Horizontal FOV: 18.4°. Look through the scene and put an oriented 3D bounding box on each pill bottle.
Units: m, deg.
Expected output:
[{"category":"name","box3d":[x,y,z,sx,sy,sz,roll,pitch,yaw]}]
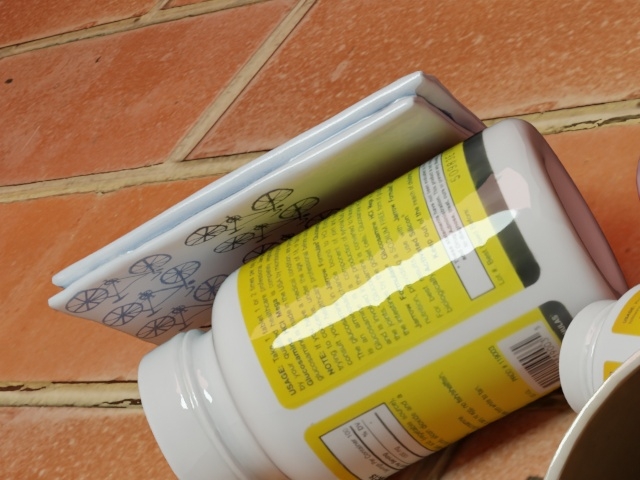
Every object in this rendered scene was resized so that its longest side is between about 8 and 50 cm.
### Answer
[{"category":"pill bottle","box3d":[0.044,0.067,1.421,0.334,0.188,0.188,-29,27,13]},{"category":"pill bottle","box3d":[0.252,0.084,1.224,0.215,0.117,0.117,4,46,52]}]

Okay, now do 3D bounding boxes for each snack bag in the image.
[{"category":"snack bag","box3d":[0.000,0.000,1.525,0.323,0.342,0.037,-29,69,15]}]

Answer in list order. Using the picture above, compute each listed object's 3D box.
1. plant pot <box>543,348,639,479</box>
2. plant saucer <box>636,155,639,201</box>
[{"category":"plant pot","box3d":[0.235,0.160,0.957,0.256,0.256,0.274,-34,-10,4]},{"category":"plant saucer","box3d":[0.374,-0.116,1.452,0.332,0.084,0.332,-29,27,16]}]
